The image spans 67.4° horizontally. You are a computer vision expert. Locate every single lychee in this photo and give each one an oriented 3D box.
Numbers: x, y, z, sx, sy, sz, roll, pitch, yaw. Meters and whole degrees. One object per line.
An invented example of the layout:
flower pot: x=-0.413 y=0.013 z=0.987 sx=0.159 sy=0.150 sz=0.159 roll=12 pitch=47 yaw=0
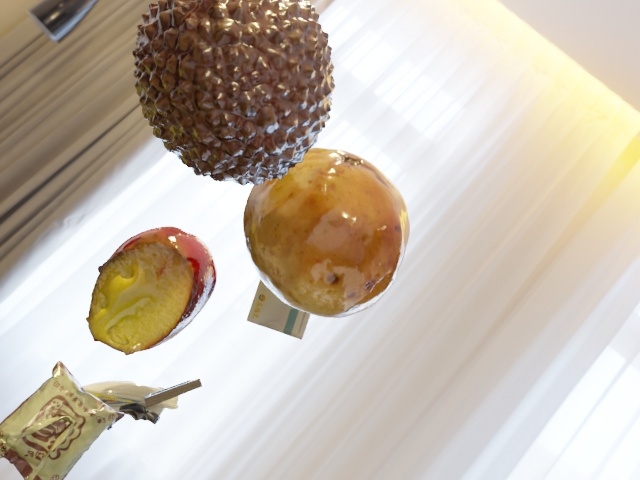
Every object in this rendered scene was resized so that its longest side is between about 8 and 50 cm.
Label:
lychee: x=-0.107 y=-0.212 z=0.633 sx=0.276 sy=0.276 sz=0.304 roll=44 pitch=7 yaw=-4

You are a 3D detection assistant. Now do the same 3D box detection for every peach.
peach: x=-0.427 y=0.125 z=1.209 sx=0.281 sy=0.338 sz=0.281 roll=25 pitch=-37 yaw=20

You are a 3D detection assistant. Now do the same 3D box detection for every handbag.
handbag: x=-0.627 y=0.440 z=1.133 sx=0.213 sy=0.235 sz=0.127 roll=51 pitch=-33 yaw=-16

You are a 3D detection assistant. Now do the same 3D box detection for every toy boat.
toy boat: x=-0.555 y=0.471 z=1.387 sx=0.269 sy=0.141 sz=0.141 roll=8 pitch=11 yaw=-33

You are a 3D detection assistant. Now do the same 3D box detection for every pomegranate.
pomegranate: x=0.000 y=0.000 z=1.075 sx=0.410 sy=0.410 sz=0.410 roll=42 pitch=-11 yaw=10

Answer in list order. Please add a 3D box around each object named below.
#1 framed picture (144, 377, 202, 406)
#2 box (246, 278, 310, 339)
framed picture: x=-0.359 y=0.367 z=1.166 sx=0.023 sy=0.128 sz=0.168 roll=70 pitch=-23 yaw=9
box: x=-0.097 y=0.133 z=1.592 sx=0.200 sy=0.343 sz=0.065 roll=18 pitch=-3 yaw=6
